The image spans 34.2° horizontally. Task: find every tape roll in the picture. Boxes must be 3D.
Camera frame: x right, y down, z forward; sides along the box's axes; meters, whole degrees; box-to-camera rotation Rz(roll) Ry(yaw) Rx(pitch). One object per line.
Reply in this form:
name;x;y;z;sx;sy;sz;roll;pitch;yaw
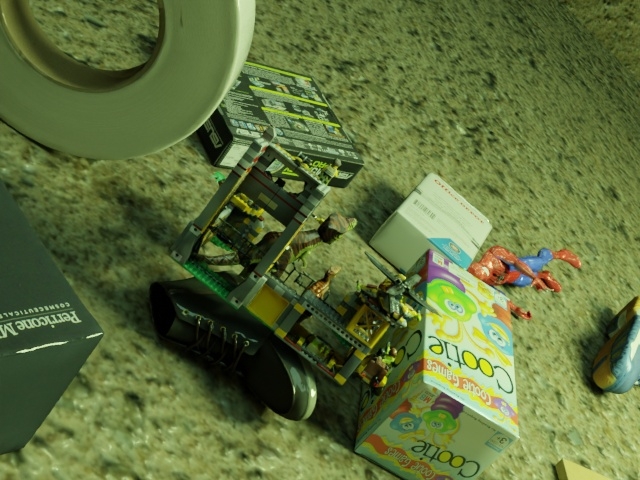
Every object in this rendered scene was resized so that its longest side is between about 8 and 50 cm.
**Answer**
tape roll;-0.267;-0.282;1.213;0.392;0.392;0.072;35;31;-7

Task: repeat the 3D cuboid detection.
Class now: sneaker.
sneaker;-0.104;0.125;1.171;0.118;0.083;0.222;-4;41;-44
sneaker;0.547;0.192;1.743;0.131;0.112;0.296;43;31;6

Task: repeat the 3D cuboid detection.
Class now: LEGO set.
LEGO set;0.000;0.000;1.199;0.331;0.192;0.255;40;13;9

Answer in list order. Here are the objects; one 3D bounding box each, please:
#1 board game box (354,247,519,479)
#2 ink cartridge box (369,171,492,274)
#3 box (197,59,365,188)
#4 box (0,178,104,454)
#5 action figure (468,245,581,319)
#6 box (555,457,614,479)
board game box;0.149;0.164;1.319;0.144;0.142;0.275;32;31;-13
ink cartridge box;0.178;-0.011;1.638;0.139;0.082;0.190;41;29;2
box;-0.083;-0.191;1.617;0.270;0.060;0.216;6;43;-43
box;-0.416;0.040;0.838;0.343;0.179;0.312;-9;54;-51
action figure;0.350;0.072;1.703;0.280;0.091;0.139;4;37;-45
box;0.402;0.401;1.399;0.164;0.021;0.201;26;33;-21
